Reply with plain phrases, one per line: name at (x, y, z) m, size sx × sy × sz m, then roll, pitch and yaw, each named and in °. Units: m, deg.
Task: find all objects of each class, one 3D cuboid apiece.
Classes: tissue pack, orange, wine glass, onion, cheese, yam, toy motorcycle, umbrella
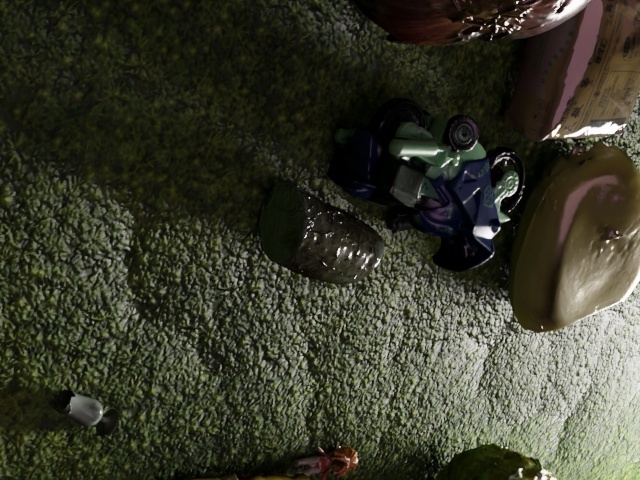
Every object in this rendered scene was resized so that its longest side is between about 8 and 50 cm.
tissue pack at (0.390, -0.272, 1.600) m, size 0.215 × 0.123 × 0.256 m, roll -6°, pitch 117°, yaw -36°
orange at (0.313, 0.477, 1.858) m, size 0.223 × 0.300 × 0.301 m, roll -23°, pitch 99°, yaw -23°
wine glass at (-0.289, 0.211, 1.363) m, size 0.083 × 0.042 × 0.038 m, roll 35°, pitch 51°, yaw -43°
onion at (0.173, -0.367, 1.232) m, size 0.354 × 0.354 × 0.353 m, roll -20°, pitch 126°, yaw -31°
cheese at (0.419, -0.013, 1.772) m, size 0.260 × 0.128 × 0.315 m, roll -21°, pitch 124°, yaw -28°
yam at (0.000, 0.000, 1.444) m, size 0.183 × 0.107 × 0.107 m, roll 23°, pitch 98°, yaw -47°
toy motorcycle at (0.158, -0.069, 1.501) m, size 0.331 × 0.125 × 0.196 m, roll 18°, pitch 89°, yaw -43°
umbrella at (0.147, -0.033, 1.596) m, size 0.133 × 0.031 × 0.036 m, roll -9°, pitch 118°, yaw -36°

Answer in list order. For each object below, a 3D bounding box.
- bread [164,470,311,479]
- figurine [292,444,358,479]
bread at (-0.115, 0.447, 1.547) m, size 0.264 × 0.198 × 0.236 m, roll 7°, pitch 103°, yaw -40°
figurine at (0.008, 0.339, 1.686) m, size 0.109 × 0.047 × 0.064 m, roll -5°, pitch 94°, yaw -32°
